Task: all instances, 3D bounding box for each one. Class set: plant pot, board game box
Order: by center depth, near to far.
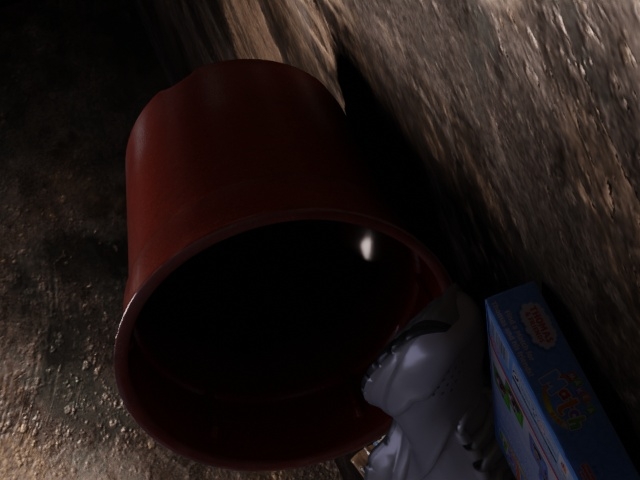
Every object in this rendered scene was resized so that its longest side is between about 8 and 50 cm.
[{"bbox_3d":[0.154,0.142,1.144,0.211,0.039,0.160,79,168,-60],"label":"board game box"},{"bbox_3d":[-0.049,0.003,1.504,0.265,0.272,0.272,-108,0,-50],"label":"plant pot"}]

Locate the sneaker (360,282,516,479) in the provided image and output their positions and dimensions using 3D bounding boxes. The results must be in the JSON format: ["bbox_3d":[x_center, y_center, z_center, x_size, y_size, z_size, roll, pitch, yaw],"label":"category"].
[{"bbox_3d":[0.108,0.139,1.368,0.129,0.111,0.297,37,157,25],"label":"sneaker"}]

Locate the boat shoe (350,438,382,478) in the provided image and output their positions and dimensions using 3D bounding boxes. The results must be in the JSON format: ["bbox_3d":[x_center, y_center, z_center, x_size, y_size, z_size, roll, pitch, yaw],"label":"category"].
[{"bbox_3d":[0.093,0.354,2.396,0.066,0.066,0.183,179,69,-84],"label":"boat shoe"}]

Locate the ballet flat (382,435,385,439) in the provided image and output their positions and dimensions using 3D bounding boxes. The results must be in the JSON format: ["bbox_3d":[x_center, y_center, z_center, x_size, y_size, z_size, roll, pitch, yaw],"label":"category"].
[{"bbox_3d":[0.121,0.294,1.594,0.147,0.147,0.409,91,157,-76],"label":"ballet flat"}]
